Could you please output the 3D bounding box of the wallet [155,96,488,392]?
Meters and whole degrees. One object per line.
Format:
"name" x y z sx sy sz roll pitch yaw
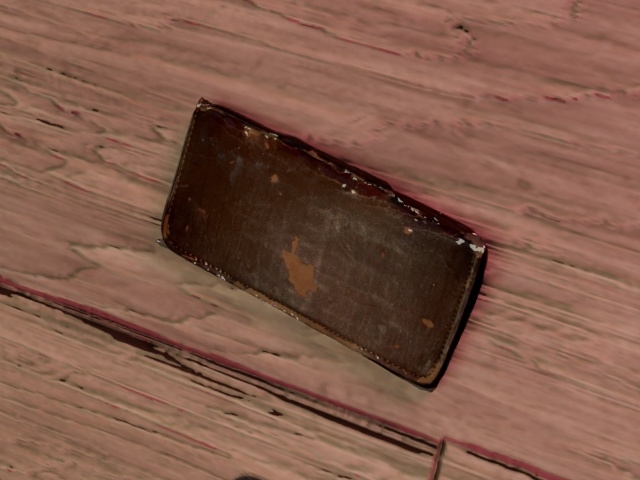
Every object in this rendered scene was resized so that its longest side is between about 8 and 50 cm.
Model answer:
"wallet" 0.000 0.000 0.961 0.232 0.031 0.122 28 117 20
